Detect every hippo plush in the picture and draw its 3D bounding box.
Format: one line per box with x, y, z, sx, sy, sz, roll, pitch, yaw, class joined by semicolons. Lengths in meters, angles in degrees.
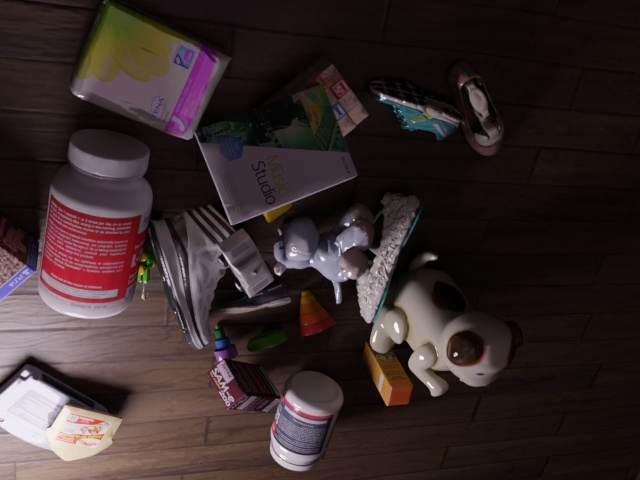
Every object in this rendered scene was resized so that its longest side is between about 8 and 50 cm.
0.000;0.000;1.851;0.236;0.234;0.294;16;157;-8;hippo plush

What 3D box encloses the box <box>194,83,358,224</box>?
-0.101;-0.199;1.579;0.322;0.058;0.232;-22;95;-8;box

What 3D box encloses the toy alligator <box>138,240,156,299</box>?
-0.470;0.068;1.787;0.051;0.056;0.190;23;117;15;toy alligator

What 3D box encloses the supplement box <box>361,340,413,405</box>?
0.205;0.407;2.112;0.078;0.233;0.080;-2;117;-18;supplement box

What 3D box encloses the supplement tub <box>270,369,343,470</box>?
-0.049;0.567;2.145;0.191;0.191;0.272;6;117;-22;supplement tub

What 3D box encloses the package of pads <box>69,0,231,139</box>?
-0.382;-0.376;1.519;0.296;0.101;0.229;21;110;-28;package of pads

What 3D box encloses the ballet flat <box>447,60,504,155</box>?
0.428;-0.333;1.825;0.107;0.106;0.316;-36;125;4;ballet flat

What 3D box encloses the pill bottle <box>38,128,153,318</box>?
-0.522;-0.040;1.592;0.229;0.229;0.408;7;118;-23;pill bottle

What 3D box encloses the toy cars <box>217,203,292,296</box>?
-0.151;-0.026;1.683;0.176;0.087;0.394;2;112;-34;toy cars

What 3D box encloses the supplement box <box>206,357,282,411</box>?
-0.217;0.425;1.979;0.073;0.130;0.239;-41;153;7;supplement box

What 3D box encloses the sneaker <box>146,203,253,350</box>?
-0.281;0.097;1.799;0.257;0.169;0.448;-22;134;-18;sneaker

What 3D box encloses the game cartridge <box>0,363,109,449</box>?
-0.780;0.487;1.927;0.198;0.062;0.297;-38;125;10;game cartridge

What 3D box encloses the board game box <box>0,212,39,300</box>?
-0.849;0.022;1.569;0.232;0.141;0.291;-40;124;7;board game box

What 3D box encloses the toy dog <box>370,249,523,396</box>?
0.392;0.256;1.969;0.284;0.408;0.395;1;109;-31;toy dog

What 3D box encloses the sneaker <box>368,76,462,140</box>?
0.238;-0.334;1.763;0.275;0.107;0.110;20;130;-22;sneaker

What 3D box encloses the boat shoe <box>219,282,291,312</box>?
-0.190;0.165;1.948;0.206;0.075;0.065;-9;77;-8;boat shoe

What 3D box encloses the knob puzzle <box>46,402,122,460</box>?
-0.689;0.553;1.949;0.213;0.030;0.213;-9;122;-15;knob puzzle

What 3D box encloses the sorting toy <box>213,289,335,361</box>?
-0.145;0.240;1.992;0.365;0.127;0.126;-17;94;-6;sorting toy

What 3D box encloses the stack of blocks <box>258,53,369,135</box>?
-0.051;-0.294;1.691;0.297;0.087;0.171;-38;125;5;stack of blocks

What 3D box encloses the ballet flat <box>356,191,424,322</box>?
0.168;0.040;1.965;0.147;0.147;0.409;10;113;-24;ballet flat
